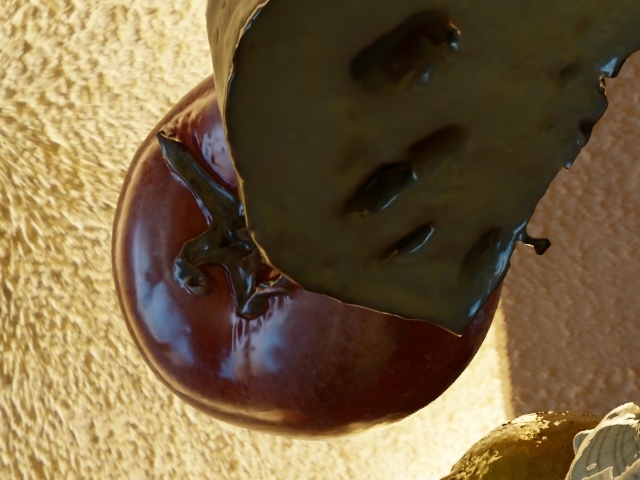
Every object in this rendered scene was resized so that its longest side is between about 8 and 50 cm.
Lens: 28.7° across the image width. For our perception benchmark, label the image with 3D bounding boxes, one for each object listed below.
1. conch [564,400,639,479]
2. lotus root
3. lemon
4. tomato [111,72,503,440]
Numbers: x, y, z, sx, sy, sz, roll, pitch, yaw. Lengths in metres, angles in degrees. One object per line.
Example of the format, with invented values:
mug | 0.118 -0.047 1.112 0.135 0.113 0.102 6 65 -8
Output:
conch | 0.154 0.133 0.592 0.234 0.114 0.137 36 -110 -45
lotus root | 0.044 -0.153 0.499 0.149 0.260 0.267 15 -50 -14
lemon | 0.179 0.217 0.958 0.206 0.173 0.173 6 -86 -10
tomato | 0.000 0.000 0.851 0.227 0.270 0.270 6 -84 -59
